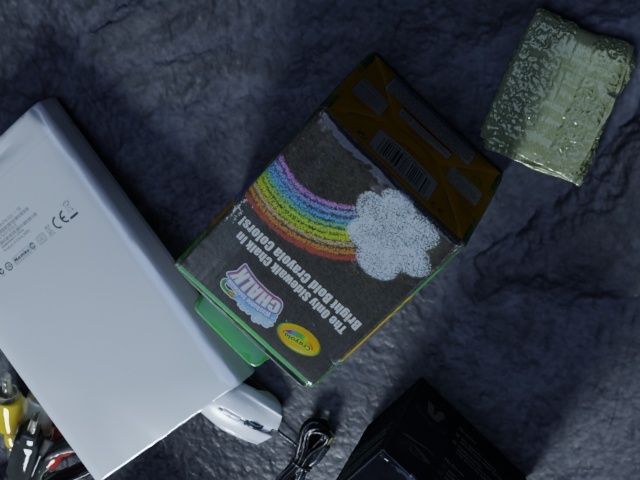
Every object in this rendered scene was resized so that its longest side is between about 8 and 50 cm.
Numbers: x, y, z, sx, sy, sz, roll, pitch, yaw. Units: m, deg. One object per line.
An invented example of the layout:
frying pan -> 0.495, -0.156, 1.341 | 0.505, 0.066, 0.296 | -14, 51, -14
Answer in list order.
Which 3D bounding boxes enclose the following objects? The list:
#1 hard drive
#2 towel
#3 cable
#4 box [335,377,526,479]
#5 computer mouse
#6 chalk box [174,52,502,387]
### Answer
hard drive -> -0.258, 0.057, 1.517 | 0.233, 0.047, 0.353 | -37, 89, 28
towel -> 0.216, -0.130, 1.306 | 0.110, 0.027, 0.148 | 24, 119, 9
cable -> -0.337, 0.269, 1.672 | 0.139, 0.072, 0.287 | 20, 131, -8
box -> 0.109, 0.248, 1.429 | 0.156, 0.158, 0.093 | 44, 118, -2
computer mouse -> -0.082, 0.189, 1.537 | 0.193, 0.042, 0.106 | 37, 120, 1
chalk box -> 0.000, 0.000, 1.354 | 0.180, 0.179, 0.289 | 44, 120, -3
